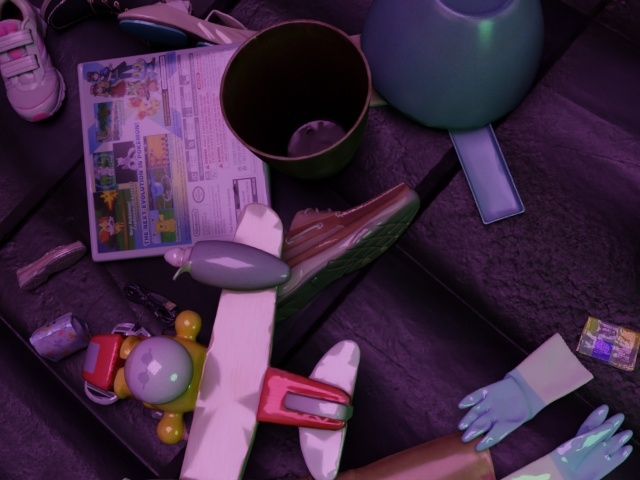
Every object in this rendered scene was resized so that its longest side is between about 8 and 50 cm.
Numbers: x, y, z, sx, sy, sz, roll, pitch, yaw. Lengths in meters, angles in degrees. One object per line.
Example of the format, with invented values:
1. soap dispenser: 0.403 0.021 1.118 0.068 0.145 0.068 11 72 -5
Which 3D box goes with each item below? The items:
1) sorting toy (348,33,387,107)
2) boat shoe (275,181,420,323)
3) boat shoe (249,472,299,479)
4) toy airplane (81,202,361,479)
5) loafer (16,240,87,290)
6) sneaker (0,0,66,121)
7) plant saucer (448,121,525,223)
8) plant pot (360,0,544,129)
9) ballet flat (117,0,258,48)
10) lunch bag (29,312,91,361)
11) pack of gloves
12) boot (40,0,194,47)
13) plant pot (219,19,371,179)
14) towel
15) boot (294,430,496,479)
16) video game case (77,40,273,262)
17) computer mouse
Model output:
1. sorting toy: 0.074 -0.287 1.475 0.275 0.046 0.132 -8 72 6
2. boat shoe: 0.000 0.000 1.361 0.324 0.123 0.116 -33 69 -4
3. boat shoe: -0.038 0.358 1.296 0.142 0.049 0.040 9 69 5
4. toy airplane: -0.140 0.193 1.193 0.384 0.272 0.386 -38 62 13
5. loafer: -0.441 0.033 1.461 0.125 0.045 0.039 -34 64 1
6. sneaker: -0.519 -0.321 1.545 0.103 0.111 0.252 -22 71 2
7. plant saucer: 0.256 -0.119 1.409 0.067 0.018 0.192 -19 70 3
8. plant pot: 0.214 -0.341 1.364 0.291 0.195 0.290 1 72 -3
9. ballet flat: -0.207 -0.353 1.493 0.249 0.086 0.086 17 75 -14
10. lunch bag: -0.404 0.148 1.397 0.071 0.083 0.053 -27 71 1
11. pack of gloves: 0.314 0.254 1.229 0.232 0.046 0.195 -29 74 -24
12. boot: -0.352 -0.400 1.558 0.236 0.085 0.178 -34 73 -3
13. plant pot: -0.019 -0.181 1.359 0.216 0.230 0.215 -2 74 8
14. towel: 0.420 0.149 1.304 0.083 0.009 0.060 20 78 14
15. boot: 0.117 0.403 1.231 0.270 0.089 0.236 -11 92 -5
16. video game case: -0.233 -0.142 1.448 0.300 0.036 0.328 -6 86 7
17. computer mouse: -0.301 0.166 1.399 0.106 0.042 0.192 24 73 11
